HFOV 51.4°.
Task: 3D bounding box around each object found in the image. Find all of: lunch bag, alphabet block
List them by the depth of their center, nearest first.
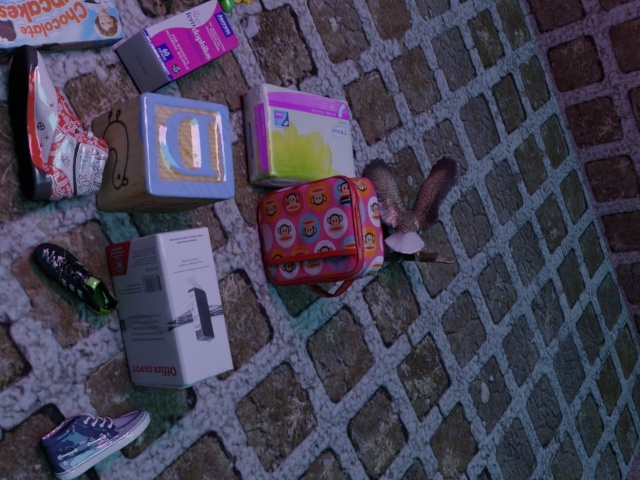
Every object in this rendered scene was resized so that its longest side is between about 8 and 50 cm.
[{"bbox_3d":[-0.301,-0.158,1.275,0.193,0.197,0.193,2,81,-45],"label":"alphabet block"},{"bbox_3d":[0.000,0.000,1.480,0.120,0.293,0.259,-4,85,-49],"label":"lunch bag"}]

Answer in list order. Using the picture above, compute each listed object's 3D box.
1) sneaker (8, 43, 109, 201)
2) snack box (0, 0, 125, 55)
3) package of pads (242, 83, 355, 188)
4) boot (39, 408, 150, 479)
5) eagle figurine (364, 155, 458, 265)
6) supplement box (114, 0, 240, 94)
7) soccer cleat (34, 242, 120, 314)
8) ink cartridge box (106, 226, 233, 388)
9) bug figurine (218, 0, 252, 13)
[{"bbox_3d":[-0.466,-0.207,1.195,0.144,0.090,0.270,-8,95,-46],"label":"sneaker"},{"bbox_3d":[-0.529,-0.435,1.194,0.321,0.060,0.187,-24,100,-44],"label":"snack box"},{"bbox_3d":[-0.044,-0.236,1.608,0.296,0.101,0.229,-1,83,-44],"label":"package of pads"},{"bbox_3d":[-0.397,0.338,1.186,0.190,0.069,0.086,-32,108,-41],"label":"boot"},{"bbox_3d":[0.241,-0.087,1.813,0.226,0.225,0.299,-1,95,-34],"label":"eagle figurine"},{"bbox_3d":[-0.293,-0.404,1.386,0.220,0.113,0.111,-44,113,-41],"label":"supplement box"},{"bbox_3d":[-0.432,0.067,1.195,0.179,0.072,0.060,50,53,-27],"label":"soccer cleat"},{"bbox_3d":[-0.284,0.126,1.244,0.114,0.196,0.273,-10,90,-45],"label":"ink cartridge box"},{"bbox_3d":[-0.266,-0.611,1.457,0.278,0.072,0.217,5,67,-41],"label":"bug figurine"}]
